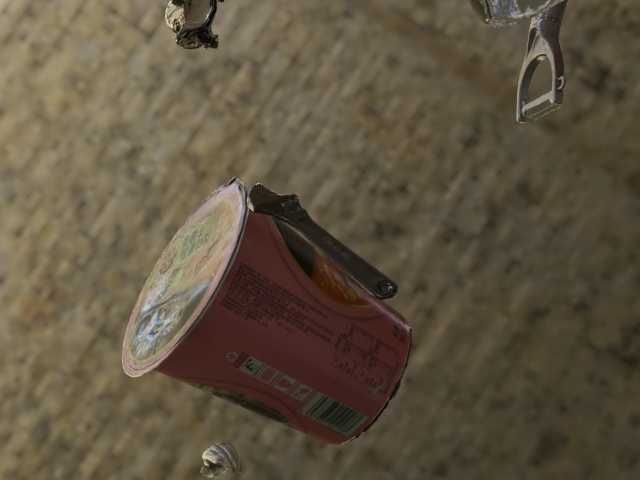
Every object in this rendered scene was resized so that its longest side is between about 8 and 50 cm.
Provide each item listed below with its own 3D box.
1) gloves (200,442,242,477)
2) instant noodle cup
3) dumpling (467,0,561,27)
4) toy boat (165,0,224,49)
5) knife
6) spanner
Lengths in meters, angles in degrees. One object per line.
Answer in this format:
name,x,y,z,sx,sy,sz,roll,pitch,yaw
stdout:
gloves,-0.101,0.220,1.945,0.037,0.044,0.081,50,-15,-5
instant noodle cup,-0.048,0.096,2.122,0.255,0.244,0.244,30,-3,-21
dumpling,0.202,-0.308,1.688,0.181,0.260,0.341,46,-4,8
toy boat,-0.154,-0.260,2.340,0.066,0.084,0.210,9,-6,-8
knife,0.271,-0.270,2.147,0.053,0.278,0.123,23,-14,-17
spanner,0.000,0.000,1.926,0.208,0.046,0.012,39,-36,33
